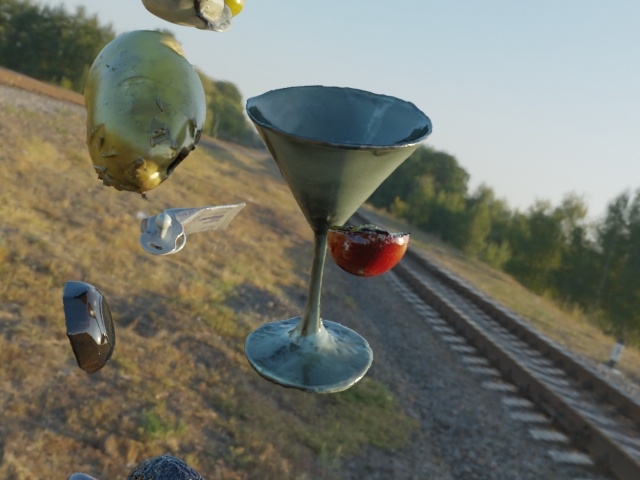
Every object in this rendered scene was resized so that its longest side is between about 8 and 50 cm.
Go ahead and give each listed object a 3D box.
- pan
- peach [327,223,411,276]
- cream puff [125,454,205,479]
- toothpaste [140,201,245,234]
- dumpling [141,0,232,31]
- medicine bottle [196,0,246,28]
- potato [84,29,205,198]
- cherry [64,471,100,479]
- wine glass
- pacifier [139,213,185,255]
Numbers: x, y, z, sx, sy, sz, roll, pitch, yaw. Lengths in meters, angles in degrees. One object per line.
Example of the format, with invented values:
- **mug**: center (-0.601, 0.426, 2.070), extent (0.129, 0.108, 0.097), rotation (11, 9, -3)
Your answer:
- **pan**: center (-0.326, 0.103, 1.228), extent (0.048, 0.128, 0.202), rotation (-12, 26, -6)
- **peach**: center (0.053, 0.011, 0.963), extent (0.098, 0.062, 0.098), rotation (4, 4, 0)
- **cream puff**: center (-0.353, 0.610, 1.939), extent (0.239, 0.239, 0.165), rotation (23, 38, 19)
- **toothpaste**: center (-0.304, -0.043, 2.010), extent (0.099, 0.069, 0.282), rotation (-7, 0, 40)
- **dumpling**: center (-0.233, -0.412, 1.444), extent (0.176, 0.093, 0.150), rotation (14, 13, 2)
- **medicine bottle**: center (-0.232, -0.604, 2.079), extent (0.212, 0.122, 0.121), rotation (-15, -18, 34)
- **potato**: center (-0.248, -0.184, 1.203), extent (0.172, 0.140, 0.300), rotation (-12, 46, -2)
- **cherry**: center (-0.471, 0.530, 1.767), extent (0.115, 0.188, 0.148), rotation (31, 23, -30)
- **wine glass**: center (0.000, 0.000, 1.248), extent (0.267, 0.406, 0.267), rotation (7, 25, -3)
- **pacifier**: center (-0.289, -0.019, 1.586), extent (0.081, 0.078, 0.099), rotation (17, 47, -1)
